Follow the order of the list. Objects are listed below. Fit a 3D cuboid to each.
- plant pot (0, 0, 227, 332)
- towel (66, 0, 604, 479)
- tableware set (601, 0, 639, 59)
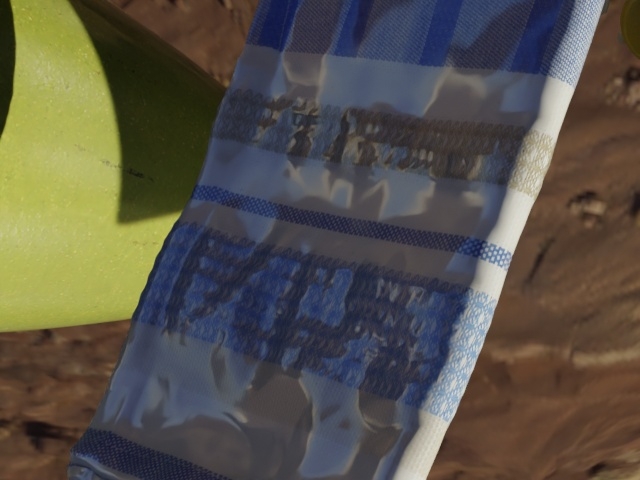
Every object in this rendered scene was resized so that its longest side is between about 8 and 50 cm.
[{"bbox_3d":[-0.190,-0.053,0.993,0.293,0.275,0.275,15,82,-29],"label":"plant pot"},{"bbox_3d":[0.000,0.000,0.719,0.209,0.034,0.285,12,76,50],"label":"towel"},{"bbox_3d":[0.146,-0.143,0.821,0.154,0.024,0.104,20,123,15],"label":"tableware set"}]
